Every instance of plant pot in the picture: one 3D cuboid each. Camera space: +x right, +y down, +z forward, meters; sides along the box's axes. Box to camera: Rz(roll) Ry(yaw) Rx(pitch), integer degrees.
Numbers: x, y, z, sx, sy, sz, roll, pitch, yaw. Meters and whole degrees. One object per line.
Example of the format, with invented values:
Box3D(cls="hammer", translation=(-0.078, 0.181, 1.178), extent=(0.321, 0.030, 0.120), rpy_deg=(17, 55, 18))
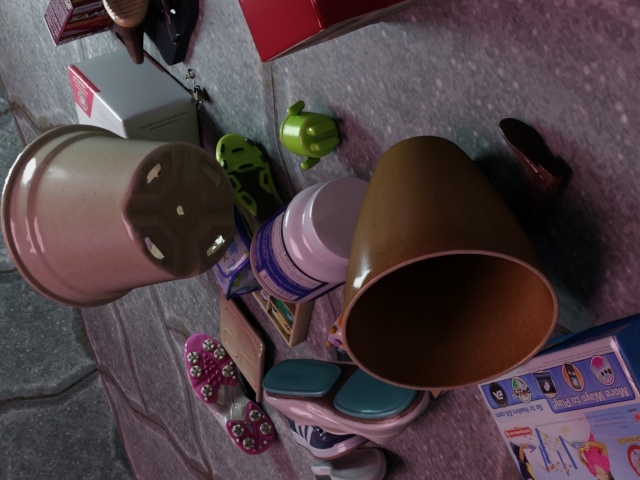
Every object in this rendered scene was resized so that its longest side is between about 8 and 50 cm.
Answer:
Box3D(cls="plant pot", translation=(-0.321, -0.049, 1.803), extent=(0.305, 0.334, 0.334), rpy_deg=(-2, 110, 46))
Box3D(cls="plant pot", translation=(0.133, 0.002, 1.228), extent=(0.237, 0.237, 0.254), rpy_deg=(95, 173, -47))

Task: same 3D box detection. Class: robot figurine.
Box3D(cls="robot figurine", translation=(-0.018, -0.160, 1.588), extent=(0.115, 0.067, 0.101), rpy_deg=(18, 129, 59))

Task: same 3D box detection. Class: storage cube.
Box3D(cls="storage cube", translation=(0.005, -0.342, 1.240), extent=(0.215, 0.183, 0.193), rpy_deg=(-5, 107, 65))

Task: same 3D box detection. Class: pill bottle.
Box3D(cls="pill bottle", translation=(0.000, 0.000, 1.590), extent=(0.153, 0.153, 0.264), rpy_deg=(65, 155, 4))

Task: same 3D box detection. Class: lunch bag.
Box3D(cls="lunch bag", translation=(-0.152, 0.014, 1.891), extent=(0.129, 0.096, 0.151), rpy_deg=(62, 153, 24))

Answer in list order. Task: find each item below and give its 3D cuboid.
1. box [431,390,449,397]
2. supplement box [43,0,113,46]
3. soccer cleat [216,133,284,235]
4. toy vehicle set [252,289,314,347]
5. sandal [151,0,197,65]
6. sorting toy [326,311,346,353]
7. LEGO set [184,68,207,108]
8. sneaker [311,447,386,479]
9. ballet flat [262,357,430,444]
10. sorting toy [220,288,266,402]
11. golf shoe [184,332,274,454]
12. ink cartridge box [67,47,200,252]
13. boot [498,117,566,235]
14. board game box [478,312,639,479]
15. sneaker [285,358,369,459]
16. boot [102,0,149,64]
Box3D(cls="box", translation=(0.137, 0.107, 1.549), extent=(0.225, 0.036, 0.136), rpy_deg=(57, 154, 23))
Box3D(cls="supplement box", translation=(-0.486, -0.487, 2.184), extent=(0.073, 0.130, 0.239), rpy_deg=(67, 157, 0))
Box3D(cls="soccer cleat", translation=(-0.107, -0.053, 1.836), extent=(0.289, 0.093, 0.121), rpy_deg=(59, 157, 16))
Box3D(cls="toy vehicle set", translation=(-0.102, 0.055, 1.989), extent=(0.267, 0.035, 0.166), rpy_deg=(53, 152, 28))
Box3D(cls="sandal", translation=(-0.273, -0.402, 1.912), extent=(0.097, 0.054, 0.254), rpy_deg=(57, 154, 21))
Box3D(cls="sorting toy", translation=(0.053, 0.172, 1.782), extent=(0.075, 0.045, 0.083), rpy_deg=(35, 145, 18))
Box3D(cls="LEGO set", translation=(-0.231, -0.284, 1.980), extent=(0.054, 0.023, 0.083), rpy_deg=(-23, 77, 64))
Box3D(cls="sneaker", translation=(0.077, 0.464, 1.912), extent=(0.147, 0.104, 0.296), rpy_deg=(64, 162, 1))
Box3D(cls="ballet flat", translation=(0.060, 0.269, 1.733), extent=(0.400, 0.139, 0.139), rpy_deg=(-2, 110, 52))
Box3D(cls="sorting toy", translation=(-0.163, 0.217, 2.266), extent=(0.208, 0.038, 0.193), rpy_deg=(55, 154, 34))
Box3D(cls="golf shoe", translation=(-0.222, 0.355, 2.399), extent=(0.306, 0.115, 0.140), rpy_deg=(60, 163, 6))
Box3D(cls="ink cartridge box", translation=(-0.369, -0.165, 2.189), extent=(0.279, 0.160, 0.385), rpy_deg=(42, 145, 41))
Box3D(cls="boot", translation=(0.230, -0.070, 1.205), extent=(0.106, 0.037, 0.114), rpy_deg=(56, 158, 28))
Box3D(cls="board game box", translation=(0.340, 0.252, 1.195), extent=(0.302, 0.086, 0.308), rpy_deg=(64, 156, 4))
Box3D(cls="sneaker", translation=(-0.008, 0.307, 1.944), extent=(0.153, 0.099, 0.282), rpy_deg=(68, 159, -6))
Box3D(cls="boot", translation=(-0.354, -0.417, 1.999), extent=(0.207, 0.090, 0.248), rpy_deg=(83, 171, -47))
